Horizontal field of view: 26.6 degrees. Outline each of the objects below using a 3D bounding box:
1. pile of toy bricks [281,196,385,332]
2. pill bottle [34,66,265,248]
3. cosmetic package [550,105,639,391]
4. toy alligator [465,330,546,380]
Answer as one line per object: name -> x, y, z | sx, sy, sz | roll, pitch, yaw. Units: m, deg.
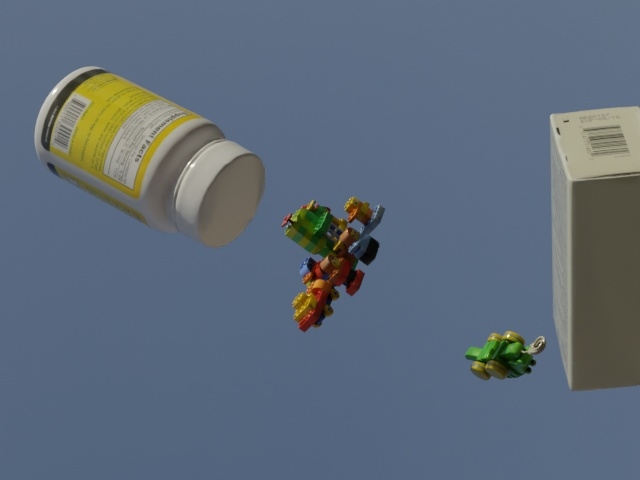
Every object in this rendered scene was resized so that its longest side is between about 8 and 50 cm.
pile of toy bricks -> 0.000, 0.000, 1.617 | 0.105, 0.118, 0.212 | 36, -143, -10
pill bottle -> -0.164, -0.079, 1.310 | 0.119, 0.208, 0.119 | -42, -32, -35
cosmetic package -> 0.342, 0.012, 1.630 | 0.160, 0.113, 0.309 | -90, -7, -55
toy alligator -> 0.241, 0.148, 1.678 | 0.051, 0.190, 0.056 | 38, -110, -14
